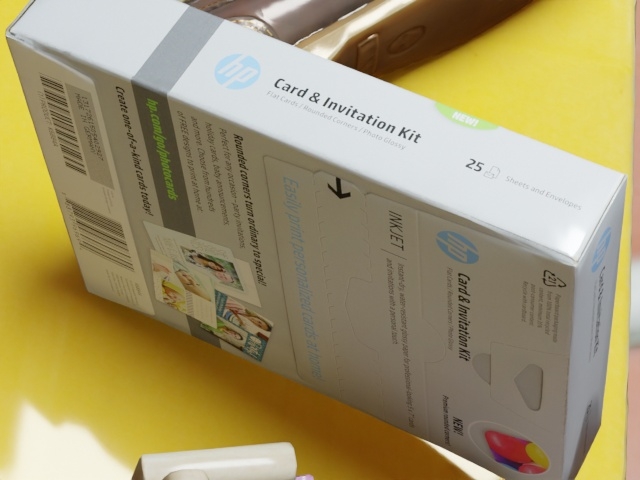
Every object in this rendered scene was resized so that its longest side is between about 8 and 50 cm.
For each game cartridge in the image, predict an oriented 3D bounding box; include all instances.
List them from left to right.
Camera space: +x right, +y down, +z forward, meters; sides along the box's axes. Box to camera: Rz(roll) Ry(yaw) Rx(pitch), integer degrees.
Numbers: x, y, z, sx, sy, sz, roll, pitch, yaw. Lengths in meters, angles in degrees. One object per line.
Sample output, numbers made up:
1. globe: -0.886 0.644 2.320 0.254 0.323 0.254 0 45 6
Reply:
1. game cartridge: -0.024 0.015 0.703 0.285 0.053 0.324 10 63 -5

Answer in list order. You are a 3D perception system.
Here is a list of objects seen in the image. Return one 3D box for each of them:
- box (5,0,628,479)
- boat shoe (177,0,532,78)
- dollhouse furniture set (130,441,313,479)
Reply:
1. box: 0.000 0.000 0.581 0.186 0.145 0.038 24 61 20
2. boat shoe: 0.016 -0.099 0.698 0.207 0.073 0.073 -28 72 -22
3. dollhouse furniture set: 0.117 0.180 0.518 0.303 0.198 0.286 -5 75 -13
